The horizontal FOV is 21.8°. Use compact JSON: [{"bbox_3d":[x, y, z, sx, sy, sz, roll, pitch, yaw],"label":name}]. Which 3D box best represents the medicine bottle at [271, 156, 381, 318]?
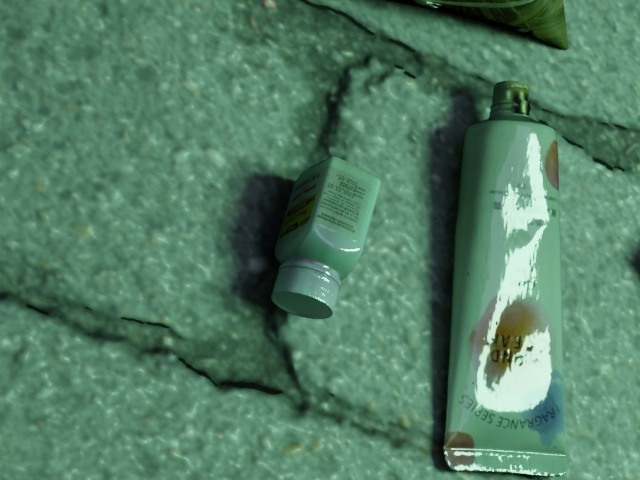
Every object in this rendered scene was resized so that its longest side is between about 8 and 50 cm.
[{"bbox_3d":[0.000,0.000,1.339,0.055,0.074,0.118,24,67,-20],"label":"medicine bottle"}]

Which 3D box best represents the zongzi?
[{"bbox_3d":[0.117,-0.222,1.483,0.205,0.204,0.094,-11,57,7],"label":"zongzi"}]

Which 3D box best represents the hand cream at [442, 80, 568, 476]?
[{"bbox_3d":[0.162,0.028,1.425,0.124,0.078,0.341,7,77,-27],"label":"hand cream"}]
